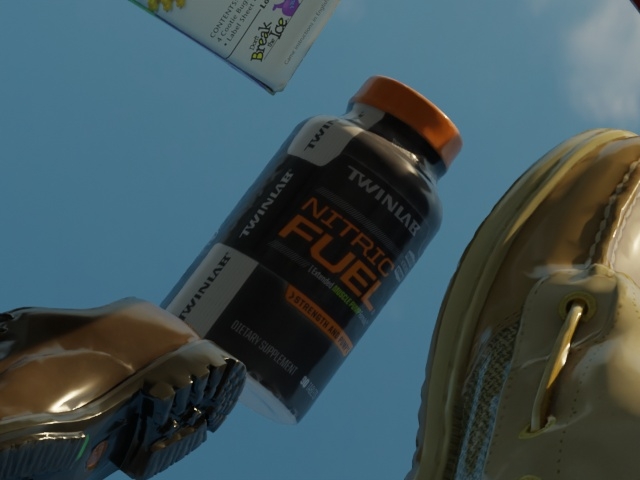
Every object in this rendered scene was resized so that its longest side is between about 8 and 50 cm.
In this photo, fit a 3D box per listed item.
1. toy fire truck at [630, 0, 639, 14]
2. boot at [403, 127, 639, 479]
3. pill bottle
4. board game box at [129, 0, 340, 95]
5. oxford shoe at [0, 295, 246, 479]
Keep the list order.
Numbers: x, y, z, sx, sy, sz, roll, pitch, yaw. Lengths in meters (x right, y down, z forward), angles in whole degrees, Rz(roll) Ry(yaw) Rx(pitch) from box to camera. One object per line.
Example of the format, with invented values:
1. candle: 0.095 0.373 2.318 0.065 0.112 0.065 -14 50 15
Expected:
1. toy fire truck: 0.240 -0.262 1.138 0.302 0.254 0.169 -39 -93 11
2. boot: 0.120 0.058 0.488 0.203 0.095 0.262 -9 -145 35
3. pill bottle: 0.000 0.000 1.363 0.130 0.130 0.245 32 -103 20
4. board game box: -0.107 -0.203 0.831 0.144 0.275 0.142 -57 -138 3
5. oxford shoe: -0.145 0.084 0.899 0.096 0.082 0.227 40 -146 23
